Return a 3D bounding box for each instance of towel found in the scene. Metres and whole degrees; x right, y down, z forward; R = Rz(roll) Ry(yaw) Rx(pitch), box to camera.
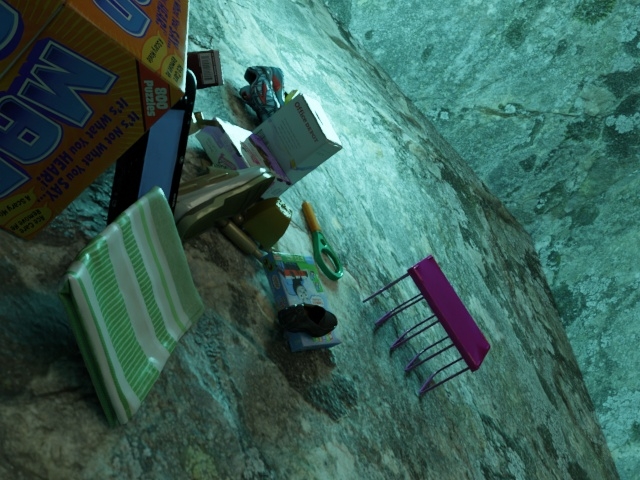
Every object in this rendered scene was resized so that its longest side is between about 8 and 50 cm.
[{"bbox_3d":[-0.270,0.085,1.063,0.324,0.038,0.247,-64,143,-63],"label":"towel"}]

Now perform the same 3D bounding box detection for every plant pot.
[{"bbox_3d":[-0.107,-0.046,1.526,0.081,0.083,0.081,45,22,-20],"label":"plant pot"}]

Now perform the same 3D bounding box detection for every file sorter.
[{"bbox_3d":[0.268,0.217,1.815,0.290,0.182,0.202,58,23,5],"label":"file sorter"}]

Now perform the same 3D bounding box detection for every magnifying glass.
[{"bbox_3d":[0.000,0.000,1.804,0.092,0.026,0.230,18,42,-53],"label":"magnifying glass"}]

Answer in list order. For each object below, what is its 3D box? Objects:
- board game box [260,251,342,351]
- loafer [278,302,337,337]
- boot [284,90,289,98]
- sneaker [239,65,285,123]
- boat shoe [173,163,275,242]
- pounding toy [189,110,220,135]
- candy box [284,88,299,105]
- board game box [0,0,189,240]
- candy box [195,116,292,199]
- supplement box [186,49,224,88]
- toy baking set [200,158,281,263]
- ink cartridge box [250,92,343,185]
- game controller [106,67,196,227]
[{"bbox_3d":[-0.039,0.131,1.519,0.160,0.039,0.211,8,59,-59],"label":"board game box"},{"bbox_3d":[-0.010,0.159,1.429,0.170,0.061,0.062,10,56,-55],"label":"loafer"},{"bbox_3d":[-0.071,-0.333,2.070,0.137,0.077,0.197,8,64,-64],"label":"boot"},{"bbox_3d":[-0.166,-0.376,1.944,0.125,0.104,0.261,8,53,-21],"label":"sneaker"},{"bbox_3d":[-0.205,-0.102,1.415,0.103,0.113,0.302,44,36,9],"label":"boat shoe"},{"bbox_3d":[-0.291,-0.243,1.374,0.206,0.181,0.094,-53,128,-65],"label":"pounding toy"},{"bbox_3d":[-0.073,-0.293,1.903,0.105,0.027,0.205,-66,157,-61],"label":"candy box"},{"bbox_3d":[-0.435,-0.296,0.989,0.356,0.356,0.356,35,31,-35],"label":"board game box"},{"bbox_3d":[-0.174,-0.184,1.634,0.164,0.070,0.196,56,18,20],"label":"candy box"},{"bbox_3d":[-0.323,-0.317,1.359,0.240,0.130,0.073,-13,103,-29],"label":"supplement box"},{"bbox_3d":[-0.182,-0.059,1.551,0.256,0.030,0.196,42,24,-26],"label":"toy baking set"},{"bbox_3d":[-0.074,-0.237,1.749,0.093,0.212,0.154,6,53,-60],"label":"ink cartridge box"},{"bbox_3d":[-0.281,-0.139,1.196,0.067,0.318,0.166,19,12,25],"label":"game controller"}]
